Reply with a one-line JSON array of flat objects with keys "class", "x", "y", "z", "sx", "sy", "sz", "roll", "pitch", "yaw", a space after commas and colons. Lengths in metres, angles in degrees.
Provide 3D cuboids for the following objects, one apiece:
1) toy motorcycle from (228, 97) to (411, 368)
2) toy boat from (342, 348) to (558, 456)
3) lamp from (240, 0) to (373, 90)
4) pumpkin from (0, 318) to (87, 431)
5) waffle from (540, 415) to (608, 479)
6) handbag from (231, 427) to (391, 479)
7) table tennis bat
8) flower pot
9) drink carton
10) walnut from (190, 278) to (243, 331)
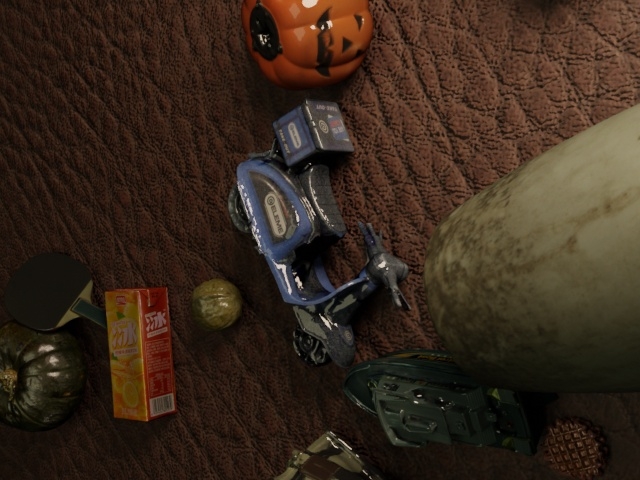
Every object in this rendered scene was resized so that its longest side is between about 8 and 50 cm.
[{"class": "toy motorcycle", "x": 0.000, "y": 0.000, "z": 1.266, "sx": 0.213, "sy": 0.125, "sz": 0.358, "roll": -28, "pitch": 77, "yaw": 34}, {"class": "toy boat", "x": 0.144, "y": 0.207, "z": 1.175, "sx": 0.296, "sy": 0.122, "sz": 0.114, "roll": 0, "pitch": 118, "yaw": 41}, {"class": "lamp", "x": -0.012, "y": -0.299, "z": 1.228, "sx": 0.187, "sy": 0.164, "sz": 0.187, "roll": 37, "pitch": 137, "yaw": 44}, {"class": "pumpkin", "x": -0.540, "y": 0.249, "z": 1.688, "sx": 0.224, "sy": 0.157, "sz": 0.223, "roll": -2, "pitch": 87, "yaw": 30}, {"class": "waffle", "x": 0.310, "y": 0.255, "z": 1.107, "sx": 0.083, "sy": 0.029, "sz": 0.075, "roll": 19, "pitch": 105, "yaw": 38}, {"class": "handbag", "x": 0.017, "y": 0.417, "z": 1.162, "sx": 0.327, "sy": 0.325, "sz": 0.162, "roll": 41, "pitch": 115, "yaw": 28}, {"class": "table tennis bat", "x": -0.466, "y": 0.109, "z": 1.654, "sx": 0.274, "sy": 0.021, "sz": 0.154, "roll": 22, "pitch": 66, "yaw": 26}, {"class": "flower pot", "x": 0.293, "y": 0.027, "z": 0.941, "sx": 0.330, "sy": 0.294, "sz": 0.293, "roll": -23, "pitch": 80, "yaw": 42}, {"class": "drink carton", "x": -0.310, "y": 0.193, "z": 1.559, "sx": 0.096, "sy": 0.071, "sz": 0.223, "roll": -2, "pitch": 93, "yaw": 39}, {"class": "walnut", "x": -0.165, "y": 0.103, "z": 1.433, "sx": 0.092, "sy": 0.092, "sz": 0.092, "roll": 4, "pitch": 97, "yaw": 38}]
